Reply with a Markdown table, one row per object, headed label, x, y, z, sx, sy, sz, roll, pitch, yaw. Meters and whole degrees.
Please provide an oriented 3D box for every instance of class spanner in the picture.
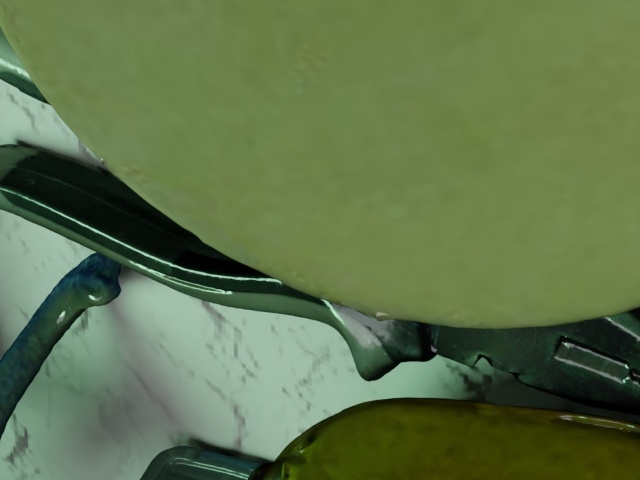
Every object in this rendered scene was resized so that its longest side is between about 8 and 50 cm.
| label | x | y | z | sx | sy | sz | roll | pitch | yaw |
| --- | --- | --- | --- | --- | --- | --- | --- | --- | --- |
| spanner | 0.000 | 0.000 | 0.663 | 0.325 | 0.040 | 0.096 | 21 | 128 | 22 |

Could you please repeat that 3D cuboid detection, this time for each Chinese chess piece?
| label | x | y | z | sx | sy | sz | roll | pitch | yaw |
| --- | --- | --- | --- | --- | --- | --- | --- | --- | --- |
| Chinese chess piece | 0.031 | -0.092 | 0.500 | 0.273 | 0.102 | 0.273 | 15 | 139 | 13 |

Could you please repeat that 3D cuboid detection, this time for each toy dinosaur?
| label | x | y | z | sx | sy | sz | roll | pitch | yaw |
| --- | --- | --- | --- | --- | --- | --- | --- | --- | --- |
| toy dinosaur | -0.190 | 0.104 | 0.768 | 0.247 | 0.188 | 0.075 | -15 | 141 | 39 |

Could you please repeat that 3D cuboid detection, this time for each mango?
| label | x | y | z | sx | sy | sz | roll | pitch | yaw |
| --- | --- | --- | --- | --- | --- | --- | --- | --- | --- |
| mango | 0.091 | 0.135 | 0.632 | 0.262 | 0.130 | 0.167 | 3 | 142 | 26 |

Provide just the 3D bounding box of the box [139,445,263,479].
| label | x | y | z | sx | sy | sz | roll | pitch | yaw |
| --- | --- | --- | --- | --- | --- | --- | --- | --- | --- |
| box | -0.053 | 0.144 | 0.758 | 0.074 | 0.099 | 0.054 | 12 | 140 | 26 |
